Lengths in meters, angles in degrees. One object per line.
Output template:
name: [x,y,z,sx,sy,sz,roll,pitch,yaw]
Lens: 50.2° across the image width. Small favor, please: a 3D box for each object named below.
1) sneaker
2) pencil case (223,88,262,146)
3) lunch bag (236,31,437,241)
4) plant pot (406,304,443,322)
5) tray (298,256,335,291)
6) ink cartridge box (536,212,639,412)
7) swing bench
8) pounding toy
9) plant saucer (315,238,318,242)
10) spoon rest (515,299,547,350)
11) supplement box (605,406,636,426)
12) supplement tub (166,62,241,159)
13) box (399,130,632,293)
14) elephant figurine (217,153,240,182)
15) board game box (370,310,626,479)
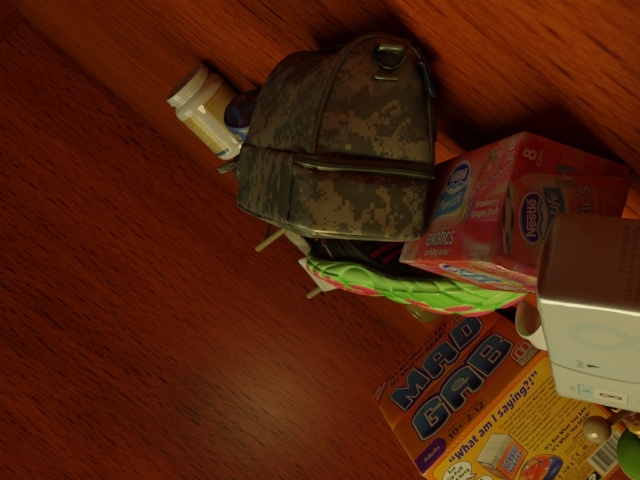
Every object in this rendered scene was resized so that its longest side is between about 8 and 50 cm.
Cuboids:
sneaker: [0.176,0.022,1.335,0.483,0.202,0.185,11,170,36]
pencil case: [-0.087,-0.202,1.530,0.133,0.119,0.306,-9,143,28]
lunch bag: [0.021,-0.145,0.947,0.213,0.255,0.305,1,-170,-22]
plant pot: [0.292,0.170,1.881,0.134,0.095,0.134,39,172,6]
tray: [0.086,0.071,1.853,0.270,0.030,0.145,-18,129,25]
ink cartridge box: [0.401,0.102,0.599,0.385,0.091,0.308,9,157,26]
swing bench: [0.000,0.000,1.934,0.253,0.255,0.165,47,-146,-30]
pounding toy: [0.606,0.335,1.236,0.237,0.183,0.110,30,142,65]
plant saucer: [0.126,0.032,1.684,0.258,0.047,0.259,35,154,-15]
spoon rest: [0.410,0.136,1.117,0.137,0.084,0.276,35,164,-8]
supplement box: [0.649,0.357,1.423,0.083,0.055,0.043,40,172,-5]
supplement tub: [-0.252,-0.306,1.625,0.200,0.144,0.144,45,171,-25]
box: [0.225,-0.023,0.858,0.142,0.154,0.300,18,176,-10]
elephant figurine: [-0.139,-0.164,1.776,0.186,0.169,0.239,34,167,3]
board game box: [0.401,0.405,1.560,0.356,0.356,0.356,43,-179,-19]
